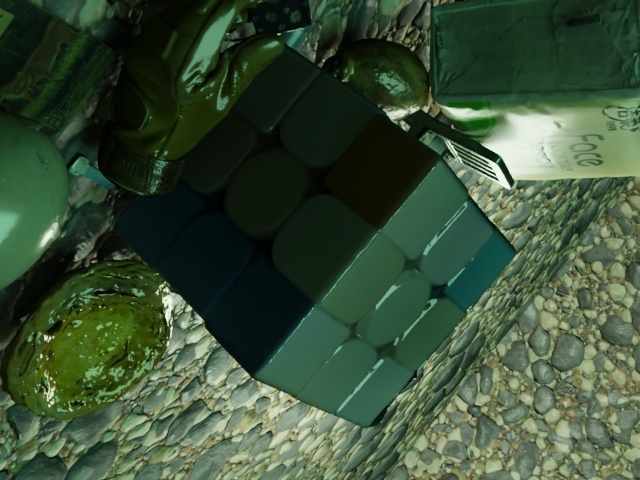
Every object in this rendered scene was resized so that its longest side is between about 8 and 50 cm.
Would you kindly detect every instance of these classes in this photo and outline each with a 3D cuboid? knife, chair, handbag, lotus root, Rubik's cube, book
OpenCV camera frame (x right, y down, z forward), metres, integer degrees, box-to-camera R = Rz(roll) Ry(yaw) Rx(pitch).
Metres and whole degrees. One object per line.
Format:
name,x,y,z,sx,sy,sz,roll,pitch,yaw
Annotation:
knife,-0.296,-0.087,1.212,0.027,0.010,0.096,-52,155,1
chair,0.169,-0.131,1.561,0.147,0.270,0.136,-51,154,1
handbag,-0.092,-0.308,1.194,0.139,0.072,0.115,-29,147,-11
lotus root,0.088,-0.253,1.439,0.214,0.138,0.138,11,116,-53
Rubik's cube,0.000,0.000,1.271,0.347,0.344,0.346,-50,146,-1
book,-0.340,-0.186,1.012,0.160,0.024,0.228,-52,153,8

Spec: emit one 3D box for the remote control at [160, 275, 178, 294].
remote control,-0.127,-0.050,1.446,0.335,0.065,0.128,-52,154,5

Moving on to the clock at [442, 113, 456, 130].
clock,0.337,-0.350,1.777,0.273,0.049,0.279,-35,149,-25

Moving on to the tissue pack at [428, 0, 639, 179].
tissue pack,0.391,-0.243,1.544,0.405,0.332,0.205,28,63,-64

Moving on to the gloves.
gloves,-0.160,-0.204,1.102,0.141,0.154,0.331,21,113,-31

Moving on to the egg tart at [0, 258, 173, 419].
egg tart,-0.333,0.130,1.328,0.291,0.107,0.291,-30,144,-25

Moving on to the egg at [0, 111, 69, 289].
egg,-0.380,-0.030,0.966,0.253,0.186,0.186,-42,152,-7

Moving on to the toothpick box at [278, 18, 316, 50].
toothpick box,-0.050,-0.283,1.287,0.083,0.052,0.052,-53,152,10
